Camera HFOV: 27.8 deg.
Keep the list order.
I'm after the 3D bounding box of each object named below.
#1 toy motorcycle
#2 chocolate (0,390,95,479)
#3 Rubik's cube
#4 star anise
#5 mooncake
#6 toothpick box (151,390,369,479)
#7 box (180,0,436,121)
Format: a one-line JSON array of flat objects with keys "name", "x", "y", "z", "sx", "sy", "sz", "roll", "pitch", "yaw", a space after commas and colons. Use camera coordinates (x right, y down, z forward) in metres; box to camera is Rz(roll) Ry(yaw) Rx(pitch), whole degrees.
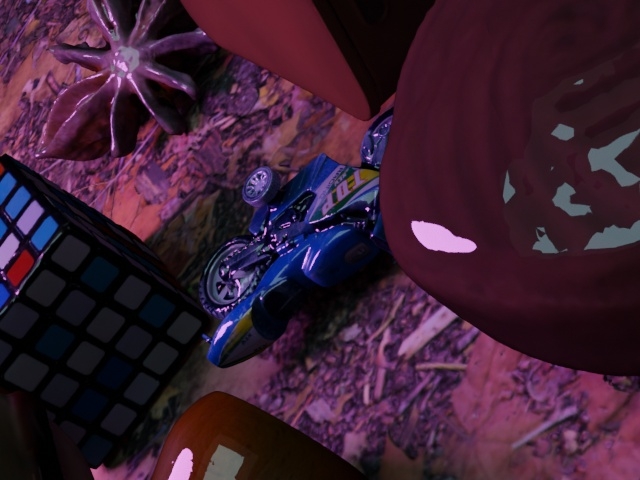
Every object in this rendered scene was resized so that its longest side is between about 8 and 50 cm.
[{"name": "toy motorcycle", "x": 0.000, "y": 0.000, "z": 1.030, "sx": 0.254, "sy": 0.092, "sz": 0.136, "roll": -39, "pitch": 43, "yaw": 16}, {"name": "chocolate", "x": -0.287, "y": 0.217, "z": 0.981, "sx": 0.283, "sy": 0.283, "sz": 0.186, "roll": 50, "pitch": 132, "yaw": 50}, {"name": "Rubik's cube", "x": -0.243, "y": 0.064, "z": 1.162, "sx": 0.184, "sy": 0.187, "sz": 0.182, "roll": -52, "pitch": 38, "yaw": 1}, {"name": "star anise", "x": -0.189, "y": -0.196, "z": 1.345, "sx": 0.198, "sy": 0.110, "sz": 0.258, "roll": 10, "pitch": 87, "yaw": 23}, {"name": "mooncake", "x": 0.189, "y": -0.073, "z": 0.829, "sx": 0.326, "sy": 0.174, "sz": 0.334, "roll": -43, "pitch": 40, "yaw": 11}, {"name": "toothpick box", "x": -0.092, "y": 0.261, "z": 0.878, "sx": 0.192, "sy": 0.192, "sz": 0.294, "roll": 13, "pitch": 68, "yaw": 49}, {"name": "box", "x": -0.003, "y": -0.295, "z": 1.091, "sx": 0.229, "sy": 0.239, "sz": 0.339, "roll": -42, "pitch": 37, "yaw": -10}]
